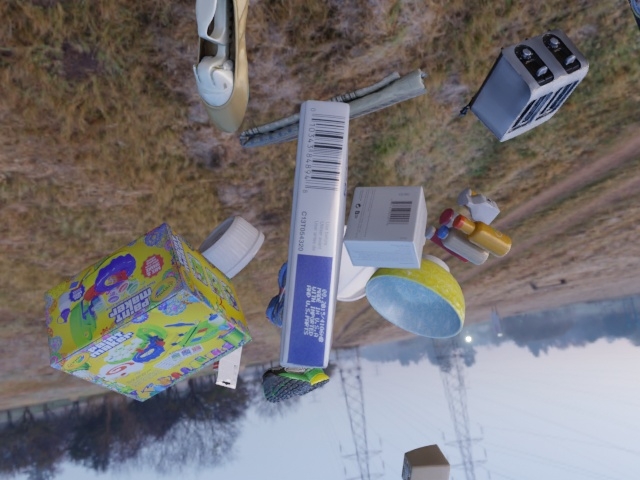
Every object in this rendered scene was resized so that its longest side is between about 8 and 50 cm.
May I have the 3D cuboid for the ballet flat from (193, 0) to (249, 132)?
[{"bbox_3d":[-0.135,-0.248,0.692,0.080,0.233,0.073,17,-151,20],"label":"ballet flat"}]

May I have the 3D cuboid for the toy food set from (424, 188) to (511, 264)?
[{"bbox_3d":[0.262,-0.036,1.014,0.104,0.232,0.111,29,118,-13],"label":"toy food set"}]

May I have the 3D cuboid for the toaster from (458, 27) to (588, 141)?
[{"bbox_3d":[0.395,-0.295,1.049,0.168,0.110,0.186,-25,159,-23],"label":"toaster"}]

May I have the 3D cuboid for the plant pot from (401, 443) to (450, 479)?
[{"bbox_3d":[0.272,0.612,1.421,0.096,0.109,0.109,4,-171,-8],"label":"plant pot"}]

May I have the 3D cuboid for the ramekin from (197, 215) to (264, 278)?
[{"bbox_3d":[-0.283,0.018,1.658,0.109,0.207,0.207,47,142,-20],"label":"ramekin"}]

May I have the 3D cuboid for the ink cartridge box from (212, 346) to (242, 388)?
[{"bbox_3d":[-0.238,0.313,1.365,0.029,0.115,0.062,-21,143,41],"label":"ink cartridge box"}]

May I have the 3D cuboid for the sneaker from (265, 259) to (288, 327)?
[{"bbox_3d":[-0.078,0.149,1.518,0.083,0.221,0.087,6,-162,-39],"label":"sneaker"}]

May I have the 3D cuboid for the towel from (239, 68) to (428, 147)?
[{"bbox_3d":[0.038,-0.246,0.978,0.324,0.056,0.312,-16,-171,15],"label":"towel"}]

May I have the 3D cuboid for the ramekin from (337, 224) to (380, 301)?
[{"bbox_3d":[0.077,0.080,1.959,0.272,0.273,0.127,-3,-179,-22],"label":"ramekin"}]

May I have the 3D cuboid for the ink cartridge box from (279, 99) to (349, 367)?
[{"bbox_3d":[0.000,0.000,0.803,0.071,0.325,0.330,4,177,3],"label":"ink cartridge box"}]

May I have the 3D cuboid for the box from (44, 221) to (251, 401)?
[{"bbox_3d":[-0.347,0.161,1.118,0.289,0.177,0.279,-29,145,4],"label":"box"}]

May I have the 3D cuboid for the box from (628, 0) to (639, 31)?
[{"bbox_3d":[0.595,-0.363,0.809,0.216,0.270,0.060,-27,-172,1],"label":"box"}]

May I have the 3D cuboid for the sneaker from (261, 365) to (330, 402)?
[{"bbox_3d":[-0.097,0.418,1.707,0.134,0.146,0.343,-33,161,12],"label":"sneaker"}]

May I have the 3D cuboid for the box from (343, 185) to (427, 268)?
[{"bbox_3d":[0.169,-0.034,1.371,0.181,0.181,0.119,1,144,21],"label":"box"}]

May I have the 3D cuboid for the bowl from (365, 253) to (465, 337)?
[{"bbox_3d":[0.288,0.132,1.533,0.289,0.156,0.290,23,150,14],"label":"bowl"}]
